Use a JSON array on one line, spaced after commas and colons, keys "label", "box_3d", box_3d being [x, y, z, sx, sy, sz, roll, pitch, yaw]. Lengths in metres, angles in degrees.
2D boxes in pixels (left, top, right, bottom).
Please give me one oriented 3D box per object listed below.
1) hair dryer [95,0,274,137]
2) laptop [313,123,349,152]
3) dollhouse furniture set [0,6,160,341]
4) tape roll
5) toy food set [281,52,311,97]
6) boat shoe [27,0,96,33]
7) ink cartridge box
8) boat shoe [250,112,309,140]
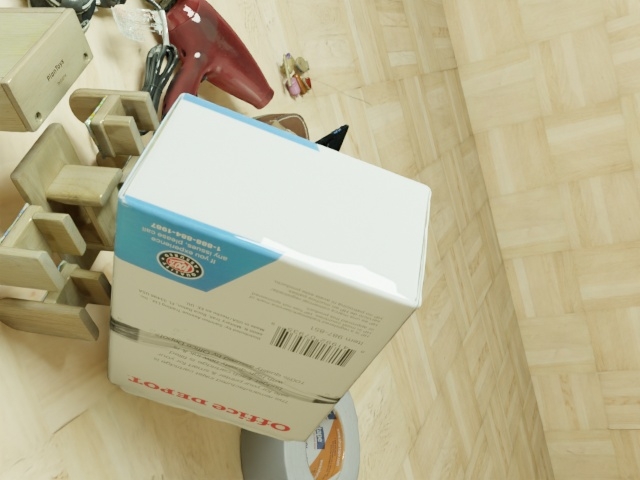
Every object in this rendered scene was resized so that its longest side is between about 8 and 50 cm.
[{"label": "hair dryer", "box_3d": [-0.175, -0.207, 0.783, 0.293, 0.080, 0.224, -11, 93, -48]}, {"label": "laptop", "box_3d": [0.000, 0.000, 0.835, 0.264, 0.136, 0.234, -43, 160, -57]}, {"label": "dollhouse furniture set", "box_3d": [-0.262, -0.068, 0.540, 0.242, 0.160, 0.212, 82, 18, -48]}, {"label": "tape roll", "box_3d": [-0.021, 0.291, 0.882, 0.219, 0.072, 0.219, 29, 55, -54]}, {"label": "toy food set", "box_3d": [-0.045, -0.292, 1.103, 0.122, 0.019, 0.078, -16, 95, -70]}, {"label": "boat shoe", "box_3d": [-0.265, -0.327, 0.615, 0.084, 0.079, 0.233, -8, 86, -24]}, {"label": "ink cartridge box", "box_3d": [-0.065, 0.051, 0.572, 0.307, 0.223, 0.129, 117, -10, -50]}, {"label": "boat shoe", "box_3d": [-0.074, -0.104, 0.873, 0.123, 0.116, 0.324, 66, 30, -23]}]
